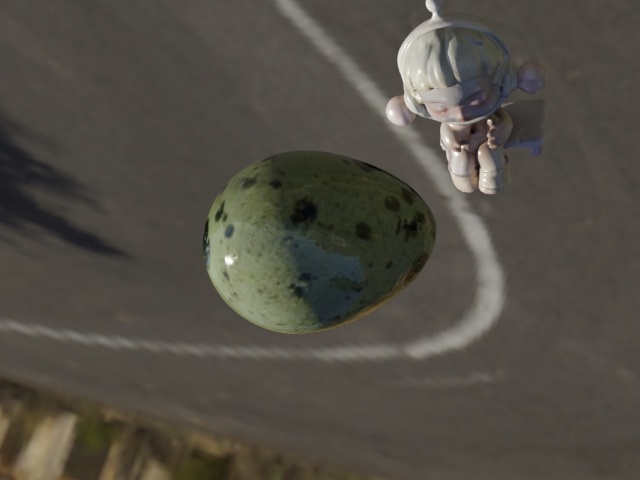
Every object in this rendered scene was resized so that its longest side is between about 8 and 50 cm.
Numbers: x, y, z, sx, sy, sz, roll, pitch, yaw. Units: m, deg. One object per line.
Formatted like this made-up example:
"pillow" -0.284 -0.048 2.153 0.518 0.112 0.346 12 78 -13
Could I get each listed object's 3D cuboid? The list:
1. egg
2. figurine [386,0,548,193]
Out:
"egg" 0.000 0.000 1.699 0.228 0.177 0.177 -5 175 -12
"figurine" 0.182 -0.184 2.115 0.182 0.144 0.257 15 152 28
